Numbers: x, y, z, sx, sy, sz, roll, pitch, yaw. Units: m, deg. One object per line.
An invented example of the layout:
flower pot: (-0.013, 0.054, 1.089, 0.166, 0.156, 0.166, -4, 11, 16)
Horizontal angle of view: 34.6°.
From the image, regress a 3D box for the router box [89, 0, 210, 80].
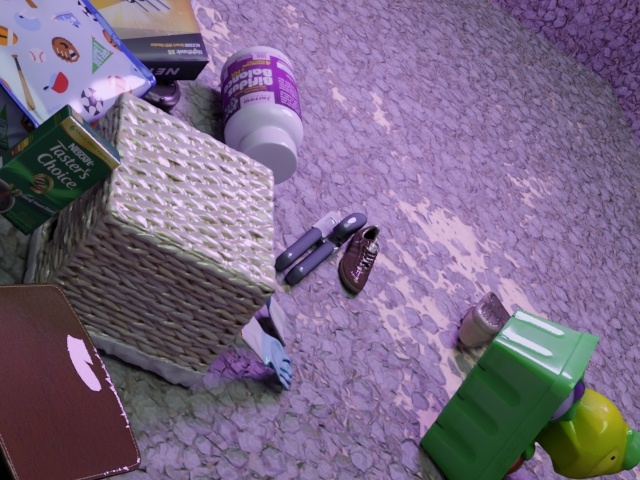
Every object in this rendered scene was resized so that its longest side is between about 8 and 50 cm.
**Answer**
router box: (-0.398, -0.436, 2.023, 0.308, 0.081, 0.243, -8, 71, -36)

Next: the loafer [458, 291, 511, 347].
loafer: (0.371, 0.184, 2.340, 0.102, 0.092, 0.268, 56, 18, 13)

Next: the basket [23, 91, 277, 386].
basket: (-0.263, -0.002, 1.665, 0.331, 0.266, 0.328, 29, 36, -28)

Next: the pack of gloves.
pack of gloves: (-0.084, 0.140, 1.806, 0.232, 0.046, 0.195, 59, 17, -49)

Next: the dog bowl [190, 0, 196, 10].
dog bowl: (-0.424, -0.568, 2.248, 0.348, 0.102, 0.349, 29, 36, -24)

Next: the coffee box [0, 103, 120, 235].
coffee box: (-0.392, -0.099, 1.472, 0.113, 0.184, 0.040, 49, 11, -37)

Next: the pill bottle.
pill bottle: (-0.125, -0.263, 2.190, 0.169, 0.169, 0.302, 23, 38, -31)

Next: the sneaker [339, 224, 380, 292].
sneaker: (0.089, 0.031, 2.200, 0.066, 0.071, 0.188, 34, 34, -18)

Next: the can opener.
can opener: (0.000, 0.000, 2.126, 0.074, 0.093, 0.280, 48, 37, 2)

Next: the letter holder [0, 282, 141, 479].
letter holder: (-0.402, 0.220, 1.371, 0.214, 0.152, 0.302, -3, 56, -52)

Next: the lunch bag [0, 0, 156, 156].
lunch bag: (-0.535, -0.311, 1.724, 0.385, 0.239, 0.328, 51, 34, -5)

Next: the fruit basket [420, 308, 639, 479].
fruit basket: (0.434, 0.358, 1.961, 0.392, 0.392, 0.283, 49, 33, 4)

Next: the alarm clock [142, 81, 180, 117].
alarm clock: (-0.355, -0.330, 2.107, 0.129, 0.064, 0.192, 10, 44, -42)
